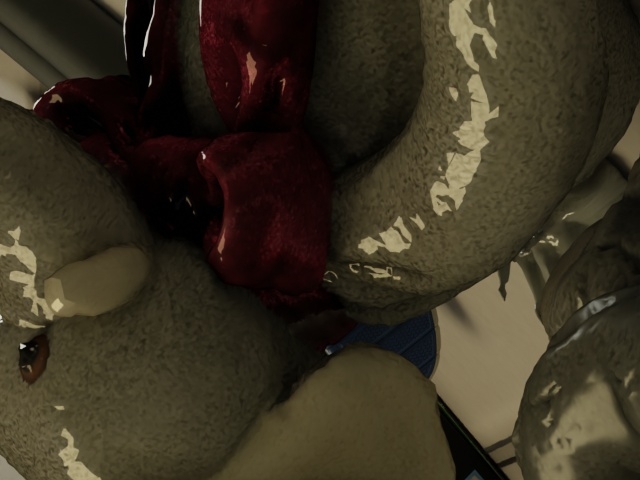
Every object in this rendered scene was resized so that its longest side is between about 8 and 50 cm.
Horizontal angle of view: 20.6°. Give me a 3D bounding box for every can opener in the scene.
[{"bbox_3d":[-0.200,-0.137,1.060,0.280,0.093,0.074,35,160,24],"label":"can opener"}]

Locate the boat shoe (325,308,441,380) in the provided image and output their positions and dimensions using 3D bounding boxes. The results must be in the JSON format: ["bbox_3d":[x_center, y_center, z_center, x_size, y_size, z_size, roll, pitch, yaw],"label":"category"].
[{"bbox_3d":[0.000,0.000,0.915,0.183,0.066,0.066,59,168,-7],"label":"boat shoe"}]

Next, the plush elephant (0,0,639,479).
[{"bbox_3d":[-0.036,-0.023,0.574,0.272,0.255,0.330,24,152,55],"label":"plush elephant"}]

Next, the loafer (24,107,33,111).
[{"bbox_3d":[-0.174,0.033,1.379,0.130,0.134,0.366,-115,7,-51],"label":"loafer"}]

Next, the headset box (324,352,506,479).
[{"bbox_3d":[-0.037,0.121,1.169,0.246,0.131,0.283,49,164,-9],"label":"headset box"}]

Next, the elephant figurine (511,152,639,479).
[{"bbox_3d":[0.184,0.051,0.434,0.239,0.186,0.169,37,122,-3],"label":"elephant figurine"}]
